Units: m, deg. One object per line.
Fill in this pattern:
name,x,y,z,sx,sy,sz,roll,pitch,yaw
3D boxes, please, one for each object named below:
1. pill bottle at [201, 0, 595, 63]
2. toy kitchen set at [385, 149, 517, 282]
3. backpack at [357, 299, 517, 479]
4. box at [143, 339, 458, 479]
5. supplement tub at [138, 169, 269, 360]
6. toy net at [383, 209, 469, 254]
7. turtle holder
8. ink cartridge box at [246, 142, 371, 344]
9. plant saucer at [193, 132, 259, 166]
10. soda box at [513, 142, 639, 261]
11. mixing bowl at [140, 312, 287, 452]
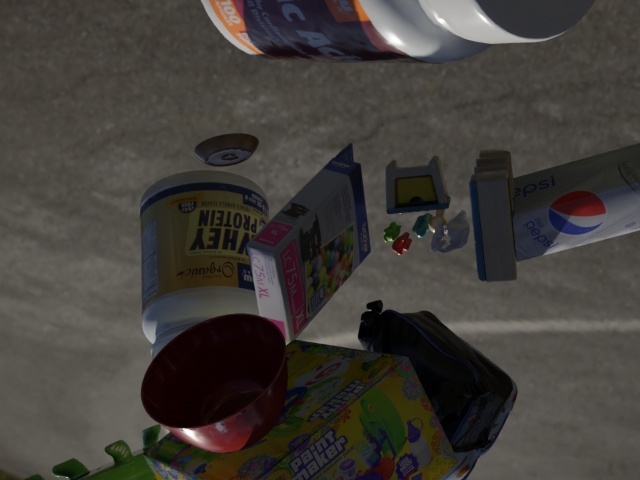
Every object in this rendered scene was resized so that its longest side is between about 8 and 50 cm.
pill bottle,0.064,-0.278,1.100,0.224,0.224,0.392,36,166,-34
toy kitchen set,0.155,-0.030,1.430,0.166,0.122,0.207,-5,-167,12
backpack,0.161,0.268,1.848,0.213,0.263,0.276,15,-162,-43
box,-0.030,0.292,1.567,0.279,0.290,0.177,1,122,57
supplement tub,-0.192,0.064,1.984,0.228,0.316,0.228,-5,155,-2
toy net,0.159,-0.025,1.863,0.045,0.122,0.232,32,-175,-26
turtle holder,-0.340,0.456,1.946,0.243,0.227,0.320,-22,175,-9
ink cartridge box,0.000,0.000,1.853,0.065,0.311,0.185,13,131,27
plant saucer,-0.116,-0.110,1.454,0.083,0.015,0.083,-10,163,-3
soda box,0.385,-0.056,1.735,0.286,0.098,0.091,-15,127,18
mixing bowl,-0.111,0.183,1.383,0.181,0.181,0.098,5,135,33
